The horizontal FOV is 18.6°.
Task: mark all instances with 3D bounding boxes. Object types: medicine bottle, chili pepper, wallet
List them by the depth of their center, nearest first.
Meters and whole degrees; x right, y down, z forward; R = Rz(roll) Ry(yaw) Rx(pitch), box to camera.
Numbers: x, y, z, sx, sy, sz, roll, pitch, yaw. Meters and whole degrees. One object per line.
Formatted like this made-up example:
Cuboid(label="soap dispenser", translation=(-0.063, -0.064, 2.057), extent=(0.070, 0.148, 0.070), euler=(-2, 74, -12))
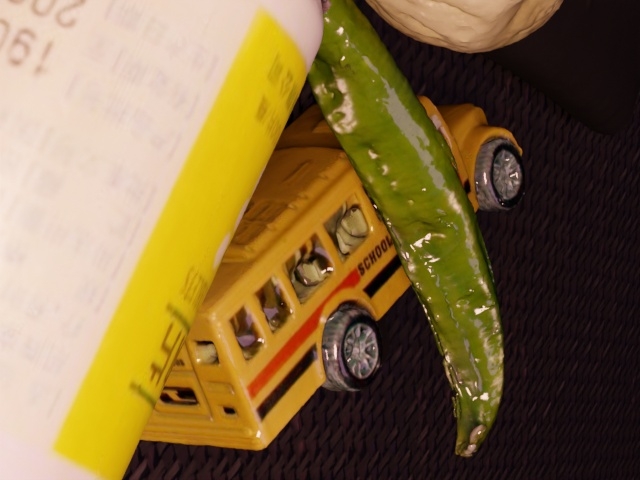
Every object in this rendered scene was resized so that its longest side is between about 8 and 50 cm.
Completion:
Cuboid(label="medicine bottle", translation=(-0.161, 0.019, 0.804), extent=(0.378, 0.213, 0.213), euler=(-65, 154, -11))
Cuboid(label="chili pepper", translation=(0.038, -0.042, 1.134), extent=(0.359, 0.076, 0.085), euler=(63, 1, -15))
Cuboid(label="wallet", translation=(0.208, -0.226, 1.556), extent=(0.406, 0.062, 0.228), euler=(19, 90, -66))

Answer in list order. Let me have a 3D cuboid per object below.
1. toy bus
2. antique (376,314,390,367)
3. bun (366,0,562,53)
Cuboid(label="toy bus", translation=(0.000, 0.000, 1.219), extent=(0.335, 0.121, 0.123), euler=(-46, 123, -42))
Cuboid(label="antique", translation=(0.031, 0.029, 1.427), extent=(0.031, 0.015, 0.192), euler=(-55, 151, -35))
Cuboid(label="bun", translation=(0.060, -0.228, 1.104), extent=(0.244, 0.153, 0.244), euler=(169, -90, -87))
